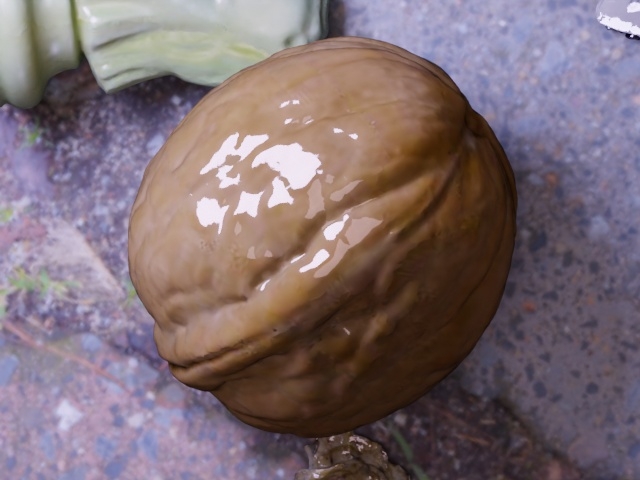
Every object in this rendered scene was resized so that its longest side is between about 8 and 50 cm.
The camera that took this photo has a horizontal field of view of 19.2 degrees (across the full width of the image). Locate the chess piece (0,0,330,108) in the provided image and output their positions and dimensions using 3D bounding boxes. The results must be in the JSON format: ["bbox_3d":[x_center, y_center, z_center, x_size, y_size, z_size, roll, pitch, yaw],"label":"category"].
[{"bbox_3d":[-0.141,-0.201,1.535,0.298,0.176,0.176,-4,90,-5],"label":"chess piece"}]

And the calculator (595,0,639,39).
[{"bbox_3d":[0.336,-0.264,1.484,0.161,0.021,0.262,27,95,33],"label":"calculator"}]

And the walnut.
[{"bbox_3d":[0.000,0.001,1.448,0.313,0.277,0.252,-37,48,14],"label":"walnut"}]

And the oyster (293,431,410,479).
[{"bbox_3d":[0.010,0.241,1.556,0.108,0.053,0.166,31,88,-4],"label":"oyster"}]
